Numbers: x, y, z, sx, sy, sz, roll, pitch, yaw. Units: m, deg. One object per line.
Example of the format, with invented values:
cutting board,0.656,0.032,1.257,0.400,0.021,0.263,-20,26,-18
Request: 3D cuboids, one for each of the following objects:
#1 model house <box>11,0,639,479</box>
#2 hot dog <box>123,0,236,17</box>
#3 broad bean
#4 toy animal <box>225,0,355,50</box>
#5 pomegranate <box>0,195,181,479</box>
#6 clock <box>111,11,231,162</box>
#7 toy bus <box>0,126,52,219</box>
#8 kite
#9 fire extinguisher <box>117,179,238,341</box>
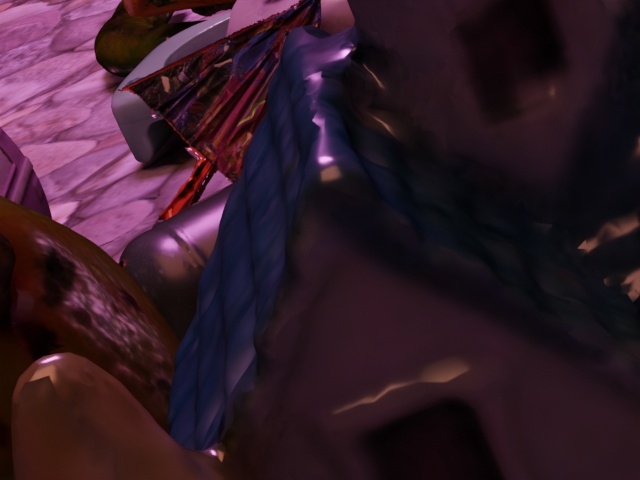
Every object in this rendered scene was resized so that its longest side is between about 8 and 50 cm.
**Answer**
model house,0.064,0.030,0.357,0.267,0.325,0.194,-22,19,6
hot dog,-0.048,-0.224,1.383,0.250,0.068,0.100,-11,6,-26
broad bean,-0.134,-0.184,1.484,0.144,0.049,0.292,-25,22,-20
toy animal,0.102,-0.209,1.122,0.258,0.194,0.357,24,57,17
pomegranate,-0.175,0.113,0.554,0.341,0.260,0.260,-40,10,33
clock,-0.050,-0.123,1.220,0.189,0.060,0.148,-12,23,27
toy bus,-0.223,0.027,0.925,0.142,0.142,0.202,-21,21,5
kite,-0.054,-0.073,1.028,0.189,0.009,0.232,-57,43,11
fire extinguisher,0.000,0.000,0.808,0.311,0.095,0.114,-30,-9,-15
